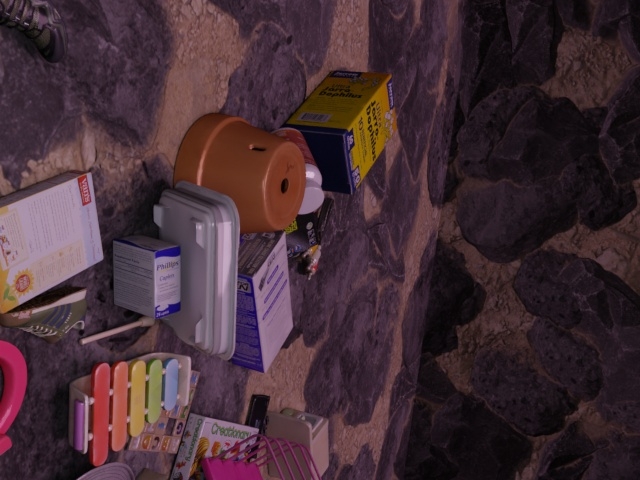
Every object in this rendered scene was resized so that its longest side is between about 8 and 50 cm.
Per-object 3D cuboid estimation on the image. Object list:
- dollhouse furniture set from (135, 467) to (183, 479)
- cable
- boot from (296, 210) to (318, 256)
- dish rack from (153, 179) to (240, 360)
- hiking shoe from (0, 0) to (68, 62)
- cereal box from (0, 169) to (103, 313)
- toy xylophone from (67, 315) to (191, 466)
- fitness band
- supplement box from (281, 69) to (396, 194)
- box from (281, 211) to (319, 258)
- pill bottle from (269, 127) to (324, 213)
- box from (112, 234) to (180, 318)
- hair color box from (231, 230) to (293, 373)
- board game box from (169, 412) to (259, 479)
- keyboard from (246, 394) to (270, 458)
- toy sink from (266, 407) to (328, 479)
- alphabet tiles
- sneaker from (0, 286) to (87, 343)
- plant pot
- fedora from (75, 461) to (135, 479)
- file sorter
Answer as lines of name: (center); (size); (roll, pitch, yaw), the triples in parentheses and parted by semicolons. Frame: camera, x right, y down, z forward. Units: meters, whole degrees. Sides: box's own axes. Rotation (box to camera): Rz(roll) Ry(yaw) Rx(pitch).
dollhouse furniture set: (-0.334, 0.607, 1.609); (0.129, 0.183, 0.129); (-48, 140, -49)
cable: (0.000, 0.000, 2.250); (0.140, 0.072, 0.287); (83, 28, -44)
boot: (-0.062, -0.099, 2.074); (0.176, 0.088, 0.244); (-55, 149, -51)
dish rack: (-0.264, 0.059, 1.500); (0.072, 0.285, 0.333); (-8, 107, -36)
hiking shoe: (-0.471, -0.351, 1.109); (0.114, 0.086, 0.227); (-50, 138, -26)
cereal box: (-0.471, -0.005, 1.251); (0.240, 0.047, 0.173); (-38, 133, -57)
toy xylophone: (-0.388, 0.286, 1.485); (0.322, 0.081, 0.236); (-27, 122, -57)
fitness band: (-0.570, 0.269, 1.140); (0.291, 0.054, 0.209); (-39, 130, -57)
supplement box: (0.063, -0.318, 2.121); (0.357, 0.195, 0.194); (-56, 146, -43)
box: (-0.103, -0.033, 1.941); (0.190, 0.045, 0.184); (-26, 132, -21)
pill bottle: (-0.067, -0.173, 1.857); (0.121, 0.121, 0.216); (64, 2, -52)
box: (-0.341, 0.068, 1.459); (0.072, 0.126, 0.137); (-17, 114, -52)
hair color box: (-0.159, 0.149, 1.874); (0.185, 0.110, 0.339); (-58, 155, -45)
board game box: (-0.267, 0.556, 1.895); (0.305, 0.053, 0.193); (41, 61, -62)
keyboard: (-0.183, 0.529, 2.109); (0.108, 0.023, 0.180); (24, 77, -58)
toy sink: (-0.066, 0.595, 2.229); (0.131, 0.152, 0.234); (-40, 132, -55)
alphabet tiles: (-0.361, 0.378, 1.680); (0.237, 0.009, 0.198); (39, 63, -63)
sneaker: (-0.471, 0.140, 1.282); (0.192, 0.064, 0.086); (-24, 115, -65)
plant pot: (-0.166, -0.134, 1.684); (0.291, 0.203, 0.291); (-36, 131, -56)
fedora: (-0.417, 0.578, 1.416); (0.243, 0.124, 0.276); (11, 105, -62)
file sorter: (-0.123, 0.607, 1.838); (0.202, 0.182, 0.290); (64, 10, 26)
